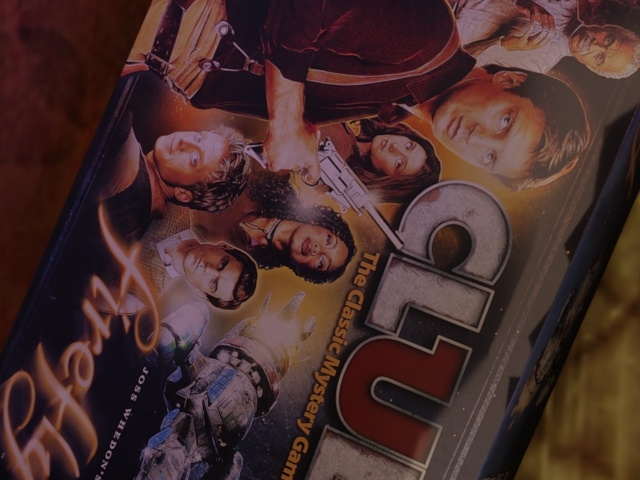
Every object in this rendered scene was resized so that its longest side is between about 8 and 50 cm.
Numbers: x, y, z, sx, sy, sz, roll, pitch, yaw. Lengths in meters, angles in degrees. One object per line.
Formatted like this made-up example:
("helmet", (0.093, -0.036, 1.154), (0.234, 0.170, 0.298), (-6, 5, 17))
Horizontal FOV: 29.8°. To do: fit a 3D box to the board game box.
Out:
("board game box", (0.000, 0.000, 0.374), (0.165, 0.042, 0.243), (23, 90, 25))
